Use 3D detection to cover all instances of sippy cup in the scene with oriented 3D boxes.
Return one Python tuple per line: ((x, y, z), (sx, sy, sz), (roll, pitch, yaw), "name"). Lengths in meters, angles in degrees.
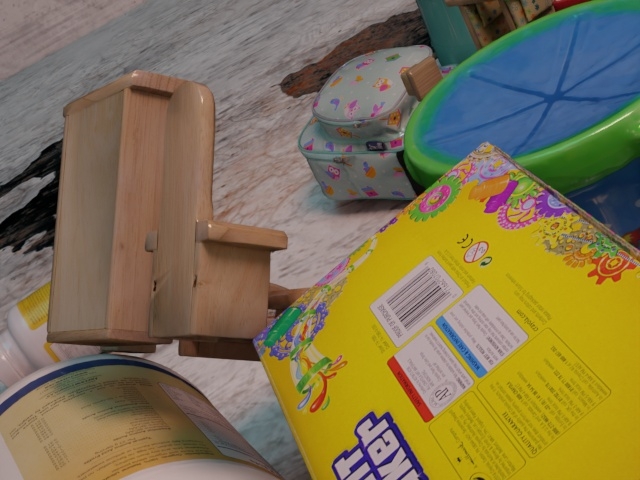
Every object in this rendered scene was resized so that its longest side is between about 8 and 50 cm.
((0.214, -0.034, 0.884), (0.240, 0.224, 0.305), (-23, 27, 14), "sippy cup")

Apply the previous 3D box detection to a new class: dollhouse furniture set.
((0.142, -0.205, 1.096), (0.161, 0.181, 0.101), (-39, 24, -25), "dollhouse furniture set")
((0.000, 0.000, 0.843), (0.303, 0.356, 0.173), (-9, 76, 56), "dollhouse furniture set")

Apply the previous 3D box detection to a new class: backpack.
((0.067, -0.128, 1.307), (0.188, 0.144, 0.166), (-9, 39, 44), "backpack")

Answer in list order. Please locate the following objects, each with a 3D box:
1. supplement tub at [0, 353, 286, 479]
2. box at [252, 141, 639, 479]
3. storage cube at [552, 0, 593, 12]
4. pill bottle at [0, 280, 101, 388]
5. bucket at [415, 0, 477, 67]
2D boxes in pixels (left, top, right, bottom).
((-0.119, 0.227, 0.779), (0.228, 0.228, 0.316), (-38, 27, -12), "supplement tub")
((0.143, 0.143, 0.563), (0.177, 0.279, 0.290), (-41, 25, 3), "box")
((0.356, -0.201, 1.063), (0.215, 0.193, 0.183), (-4, 37, 42), "storage cube")
((-0.296, 0.097, 1.340), (0.184, 0.103, 0.103), (-35, 26, -8), "pill bottle")
((0.242, -0.314, 1.395), (0.281, 0.183, 0.281), (-25, 27, 13), "bucket")
